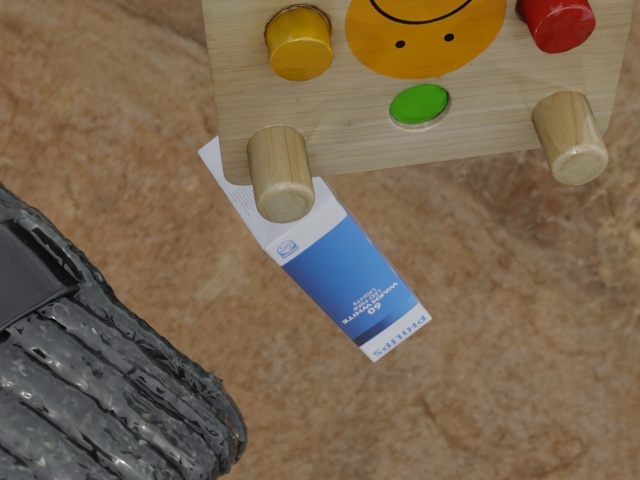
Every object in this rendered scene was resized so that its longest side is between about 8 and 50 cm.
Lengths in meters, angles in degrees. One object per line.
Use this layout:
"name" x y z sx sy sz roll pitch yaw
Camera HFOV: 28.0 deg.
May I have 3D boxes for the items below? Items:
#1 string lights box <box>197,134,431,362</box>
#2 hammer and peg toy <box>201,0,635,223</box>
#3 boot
"string lights box" 0.000 0.000 1.182 0.076 0.260 0.133 -38 55 3
"hammer and peg toy" 0.111 -0.149 0.736 0.361 0.266 0.127 -8 51 -4
"boot" -0.225 0.088 0.447 0.348 0.131 0.260 -38 93 -7
